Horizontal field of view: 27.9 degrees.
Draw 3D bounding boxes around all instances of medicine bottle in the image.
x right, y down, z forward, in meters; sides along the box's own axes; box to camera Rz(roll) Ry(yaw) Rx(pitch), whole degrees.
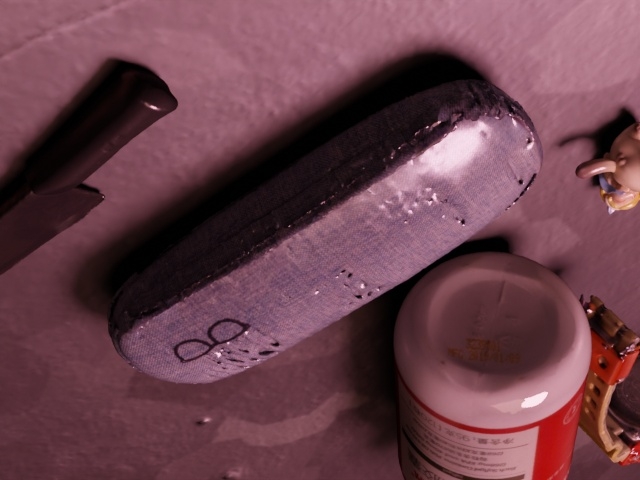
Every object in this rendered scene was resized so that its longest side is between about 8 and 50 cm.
[{"bbox_3d":[0.119,0.125,0.923,0.131,0.131,0.250,-15,143,-7],"label":"medicine bottle"}]

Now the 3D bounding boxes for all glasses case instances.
[{"bbox_3d":[0.000,0.000,0.760,0.282,0.067,0.109,-30,145,15],"label":"glasses case"}]

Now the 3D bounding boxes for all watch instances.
[{"bbox_3d":[0.251,0.059,0.937,0.165,0.102,0.268,-34,144,-13],"label":"watch"}]

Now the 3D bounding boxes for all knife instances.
[{"bbox_3d":[-0.157,-0.014,0.708,0.230,0.028,0.060,-37,153,24],"label":"knife"}]

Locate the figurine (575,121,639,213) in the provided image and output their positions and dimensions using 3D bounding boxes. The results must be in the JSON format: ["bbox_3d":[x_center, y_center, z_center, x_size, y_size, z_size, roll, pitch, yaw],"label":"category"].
[{"bbox_3d":[0.198,-0.043,0.828,0.051,0.047,0.083,-18,154,23],"label":"figurine"}]
